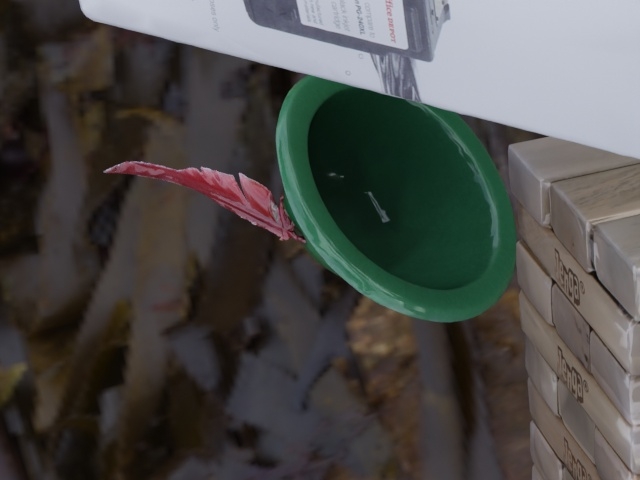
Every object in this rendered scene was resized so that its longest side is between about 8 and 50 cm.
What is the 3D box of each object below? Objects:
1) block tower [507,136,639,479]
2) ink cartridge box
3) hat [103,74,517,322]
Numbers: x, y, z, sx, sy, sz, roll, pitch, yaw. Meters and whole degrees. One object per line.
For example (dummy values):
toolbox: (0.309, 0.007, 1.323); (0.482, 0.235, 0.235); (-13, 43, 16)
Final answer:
block tower: (0.124, 0.111, 0.632); (0.091, 0.097, 0.336); (-122, 23, -59)
ink cartridge box: (0.031, -0.088, 0.461); (0.150, 0.109, 0.063); (16, 137, 22)
hat: (0.000, 0.000, 1.280); (0.183, 0.173, 0.209); (-43, 55, 44)
